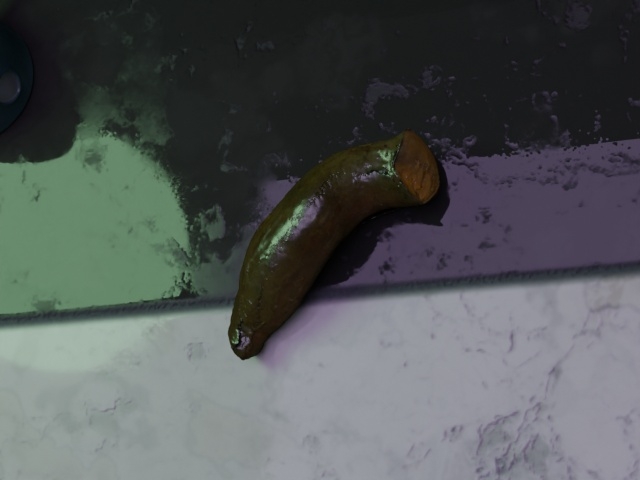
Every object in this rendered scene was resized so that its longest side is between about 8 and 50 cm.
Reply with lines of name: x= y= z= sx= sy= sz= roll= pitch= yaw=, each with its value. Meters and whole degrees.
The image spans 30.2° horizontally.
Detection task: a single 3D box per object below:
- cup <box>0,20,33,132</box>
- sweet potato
cup: x=-0.431 y=-0.201 z=1.304 sx=0.167 sy=0.173 sz=0.299 roll=18 pitch=84 yaw=18
sweet potato: x=-0.002 y=-0.001 z=1.178 sx=0.112 sy=0.085 sz=0.286 roll=43 pitch=94 yaw=15
